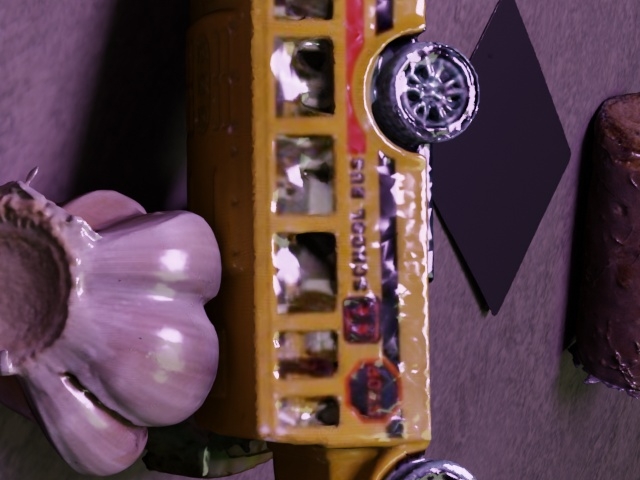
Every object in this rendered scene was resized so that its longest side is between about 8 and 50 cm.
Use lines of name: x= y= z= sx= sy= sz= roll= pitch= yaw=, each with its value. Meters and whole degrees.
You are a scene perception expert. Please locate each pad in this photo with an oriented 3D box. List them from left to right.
pad: x=0.136 y=-0.061 z=1.473 sx=0.159 sy=0.009 sz=0.265 roll=-62 pitch=153 yaw=-16

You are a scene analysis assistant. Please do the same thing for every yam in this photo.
yam: x=0.291 y=0.011 z=1.718 sx=0.131 sy=0.131 sz=0.280 roll=-46 pitch=146 yaw=-43

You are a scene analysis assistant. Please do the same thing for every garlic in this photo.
garlic: x=-0.105 y=0.045 z=0.919 sx=0.194 sy=0.127 sz=0.131 roll=76 pitch=33 yaw=-78

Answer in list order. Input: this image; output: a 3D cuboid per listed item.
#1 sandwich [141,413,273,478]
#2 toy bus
sandwich: x=-0.031 y=0.044 z=1.096 sx=0.185 sy=0.109 sz=0.160 roll=-24 pitch=106 yaw=-59
toy bus: x=0.000 y=0.000 z=0.950 sx=0.123 sy=0.121 sz=0.335 roll=0 pitch=89 yaw=-23
